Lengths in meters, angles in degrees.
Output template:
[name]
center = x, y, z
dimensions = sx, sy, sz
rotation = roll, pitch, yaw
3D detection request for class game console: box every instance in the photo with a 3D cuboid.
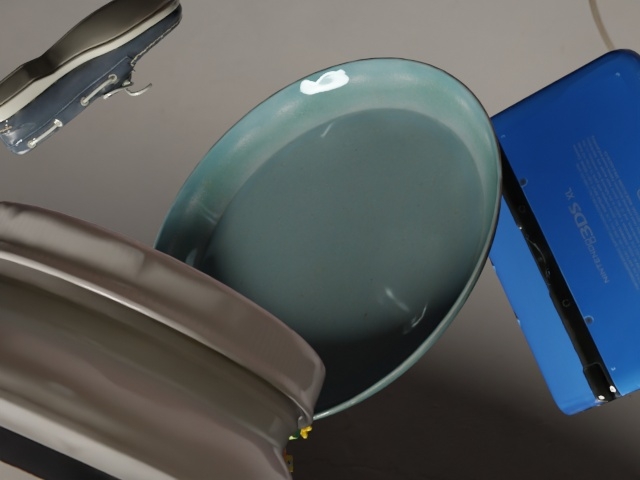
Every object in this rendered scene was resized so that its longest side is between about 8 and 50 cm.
[game console]
center = 0.272, 0.002, 1.060
dimensions = 0.250, 0.173, 0.293
rotation = -28, 77, 22

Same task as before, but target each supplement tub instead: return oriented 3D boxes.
[supplement tub]
center = -0.126, 0.142, 0.423
dimensions = 0.191, 0.191, 0.272
rotation = 18, 71, 18

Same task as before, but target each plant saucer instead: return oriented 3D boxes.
[plant saucer]
center = 0.000, 0.000, 0.819
dimensions = 0.317, 0.043, 0.318
rotation = -20, 51, 26

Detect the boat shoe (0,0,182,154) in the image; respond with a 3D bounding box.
[boat shoe]
center = -0.254, -0.187, 1.189
dimensions = 0.254, 0.079, 0.095
rotation = -38, 39, -8

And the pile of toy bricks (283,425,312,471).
[pile of toy bricks]
center = -0.042, 0.150, 1.070
dimensions = 0.118, 0.105, 0.212
rotation = -14, 72, 38
